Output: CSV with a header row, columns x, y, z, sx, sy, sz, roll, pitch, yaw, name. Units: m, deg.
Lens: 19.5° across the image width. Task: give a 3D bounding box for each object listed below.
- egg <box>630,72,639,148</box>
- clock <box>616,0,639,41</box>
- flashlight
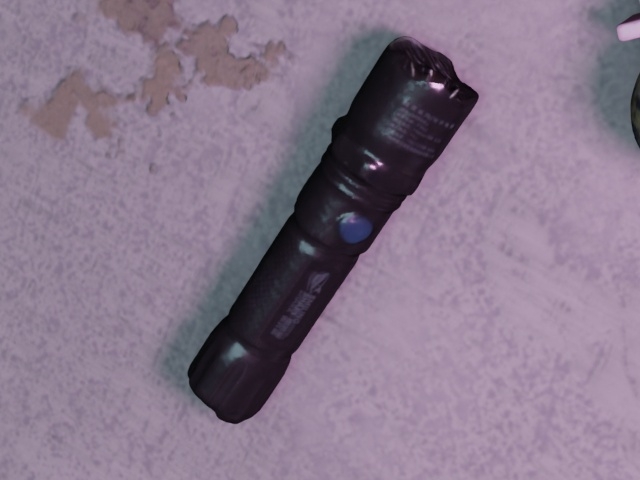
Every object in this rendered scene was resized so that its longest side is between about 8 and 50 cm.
x,y,z,sx,sy,sz,roll,pitch,yaw,name
0.349,-0.124,1.581,0.181,0.141,0.141,-34,89,25,egg
0.323,-0.348,1.574,0.290,0.080,0.275,-29,91,24,clock
0.000,0.000,1.774,0.103,0.103,0.424,38,113,10,flashlight
